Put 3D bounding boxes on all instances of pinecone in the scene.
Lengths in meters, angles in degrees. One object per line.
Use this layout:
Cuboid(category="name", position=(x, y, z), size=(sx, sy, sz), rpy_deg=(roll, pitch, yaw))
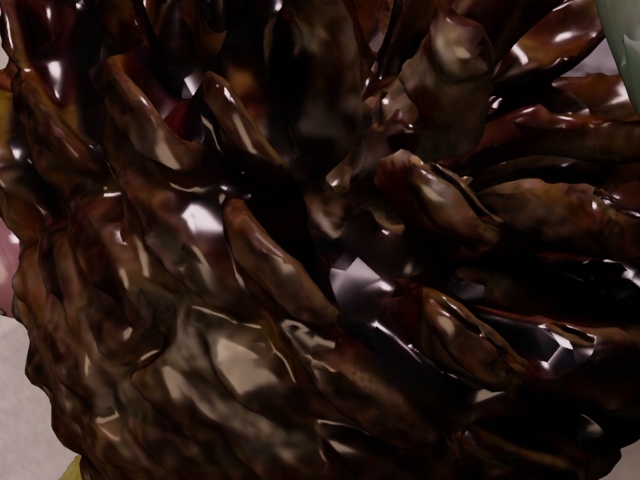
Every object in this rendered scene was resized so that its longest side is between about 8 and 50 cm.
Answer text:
Cuboid(category="pinecone", position=(0.005, -0.004, 0.573), size=(0.298, 0.242, 0.296), rpy_deg=(51, 136, 8))

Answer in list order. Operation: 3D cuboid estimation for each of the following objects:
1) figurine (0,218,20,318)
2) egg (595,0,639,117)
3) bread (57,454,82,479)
Cuboid(category="figurine", position=(-0.172, 0.009, 0.863), size=(0.067, 0.071, 0.083), rpy_deg=(-42, 89, 3))
Cuboid(category="egg", position=(0.188, -0.058, 0.432), size=(0.236, 0.169, 0.169), rpy_deg=(27, 129, 9))
Cuboid(category="bread", position=(-0.032, 0.191, 0.696), size=(0.184, 0.234, 0.110), rpy_deg=(29, 97, -20))
